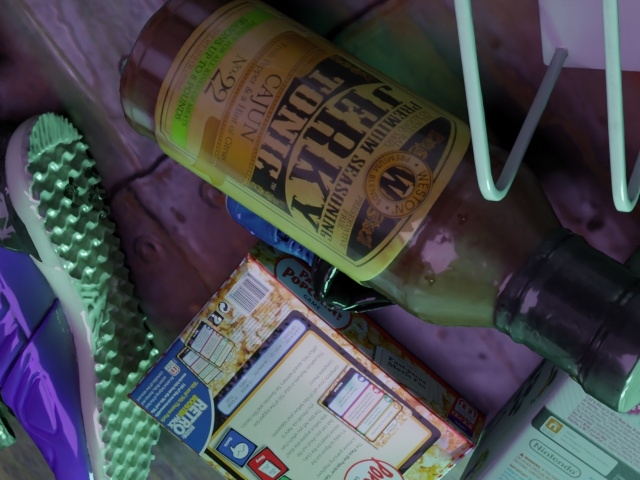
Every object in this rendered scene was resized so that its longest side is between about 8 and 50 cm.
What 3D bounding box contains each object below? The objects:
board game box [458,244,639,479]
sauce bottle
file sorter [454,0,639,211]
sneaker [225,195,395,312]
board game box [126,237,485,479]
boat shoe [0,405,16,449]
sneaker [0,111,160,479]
[{"bbox_3d":[0.246,0.114,0.904,0.224,0.097,0.303,35,127,2],"label":"board game box"},{"bbox_3d":[0.043,-0.028,0.858,0.344,0.111,0.111,32,127,23],"label":"sauce bottle"},{"bbox_3d":[0.218,-0.117,0.719,0.278,0.173,0.192,6,132,21],"label":"file sorter"},{"bbox_3d":[0.000,-0.001,0.955,0.152,0.084,0.058,16,123,16],"label":"sneaker"},{"bbox_3d":[-0.011,0.112,1.033,0.193,0.045,0.147,41,116,-2],"label":"board game box"},{"bbox_3d":[-0.286,0.060,1.133,0.070,0.078,0.219,-19,105,-3],"label":"boat shoe"},{"bbox_3d":[-0.208,0.059,1.068,0.146,0.102,0.293,-6,107,19],"label":"sneaker"}]
